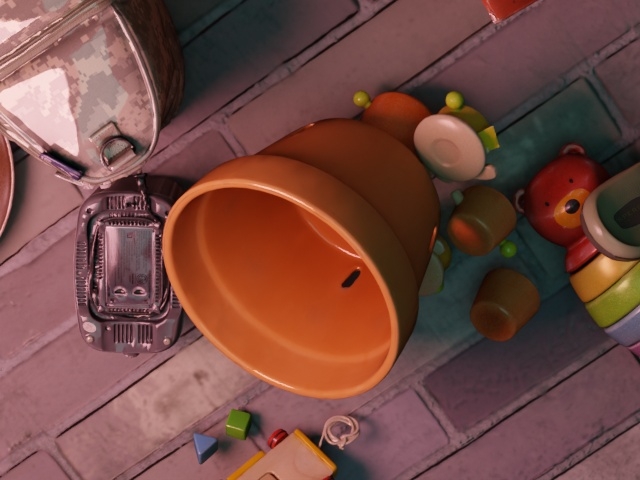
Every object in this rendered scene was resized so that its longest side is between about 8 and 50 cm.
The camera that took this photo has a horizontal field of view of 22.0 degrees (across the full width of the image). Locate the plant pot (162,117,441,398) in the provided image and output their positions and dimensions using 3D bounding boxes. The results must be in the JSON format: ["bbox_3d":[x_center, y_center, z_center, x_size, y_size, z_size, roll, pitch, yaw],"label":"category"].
[{"bbox_3d":[0.000,0.000,1.811,0.290,0.203,0.291,19,134,21],"label":"plant pot"}]

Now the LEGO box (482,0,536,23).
[{"bbox_3d":[0.327,-0.466,1.640,0.500,0.372,0.193,-29,111,12],"label":"LEGO box"}]

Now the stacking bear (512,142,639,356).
[{"bbox_3d":[0.352,0.022,1.900,0.175,0.164,0.289,-43,89,15],"label":"stacking bear"}]

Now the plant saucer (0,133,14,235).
[{"bbox_3d":[-0.511,-0.083,1.936,0.310,0.050,0.311,0,104,0],"label":"plant saucer"}]

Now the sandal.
[{"bbox_3d":[0.413,-0.077,1.834,0.120,0.302,0.086,44,146,14],"label":"sandal"}]

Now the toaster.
[{"bbox_3d":[-0.215,0.013,1.906,0.129,0.146,0.227,0,104,0],"label":"toaster"}]

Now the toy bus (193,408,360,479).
[{"bbox_3d":[-0.057,0.314,1.999,0.202,0.191,0.104,3,147,1],"label":"toy bus"}]

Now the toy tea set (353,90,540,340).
[{"bbox_3d":[0.155,-0.041,1.912,0.200,0.124,0.336,4,128,34],"label":"toy tea set"}]

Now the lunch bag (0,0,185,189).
[{"bbox_3d":[-0.258,-0.200,1.774,0.212,0.305,0.256,-34,100,9],"label":"lunch bag"}]
